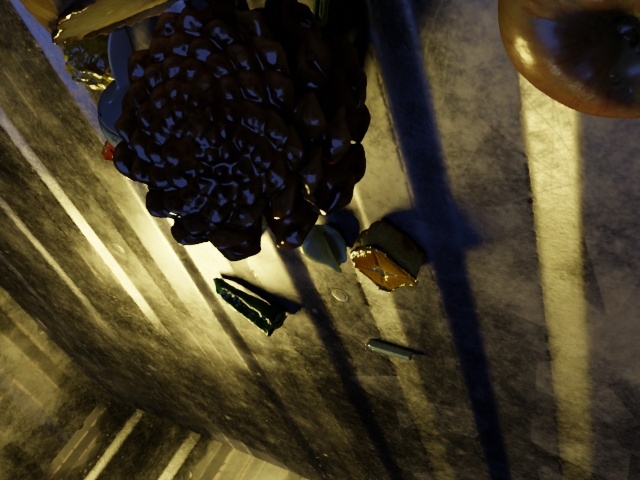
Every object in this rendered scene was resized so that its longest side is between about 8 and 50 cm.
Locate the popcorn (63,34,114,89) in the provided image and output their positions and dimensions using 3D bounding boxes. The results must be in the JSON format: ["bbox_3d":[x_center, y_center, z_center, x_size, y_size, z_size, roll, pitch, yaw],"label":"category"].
[{"bbox_3d":[-0.426,-0.342,1.152,0.116,0.106,0.120,41,147,6],"label":"popcorn"}]

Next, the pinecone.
[{"bbox_3d":[-0.077,-0.164,0.882,0.385,0.384,0.384,22,145,17],"label":"pinecone"}]

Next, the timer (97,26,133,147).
[{"bbox_3d":[-0.329,-0.276,1.111,0.176,0.175,0.255,15,119,26],"label":"timer"}]

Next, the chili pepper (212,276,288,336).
[{"bbox_3d":[-0.200,0.163,1.636,0.227,0.088,0.059,34,144,16],"label":"chili pepper"}]

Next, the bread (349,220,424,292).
[{"bbox_3d":[0.126,0.036,1.191,0.140,0.069,0.128,38,147,-13],"label":"bread"}]

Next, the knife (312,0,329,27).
[{"bbox_3d":[-0.002,-0.383,0.822,0.054,0.015,0.212,25,145,14],"label":"knife"}]

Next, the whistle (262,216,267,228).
[{"bbox_3d":[-0.182,-0.059,1.309,0.141,0.141,0.294,32,166,4],"label":"whistle"}]

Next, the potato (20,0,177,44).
[{"bbox_3d":[-0.165,-0.411,0.590,0.443,0.385,0.319,-21,109,18],"label":"potato"}]

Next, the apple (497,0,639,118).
[{"bbox_3d":[0.303,-0.238,0.590,0.261,0.194,0.260,22,147,15],"label":"apple"}]

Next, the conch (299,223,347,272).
[{"bbox_3d":[-0.003,-0.001,1.271,0.180,0.088,0.065,43,-171,-24],"label":"conch"}]

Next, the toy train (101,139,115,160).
[{"bbox_3d":[-0.296,-0.191,1.247,0.410,0.086,0.089,12,136,29],"label":"toy train"}]

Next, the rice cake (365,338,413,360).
[{"bbox_3d":[0.167,0.267,1.487,0.121,0.022,0.021,13,133,28],"label":"rice cake"}]

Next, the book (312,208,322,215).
[{"bbox_3d":[-0.057,-0.110,1.164,0.127,0.014,0.181,-3,139,3],"label":"book"}]
